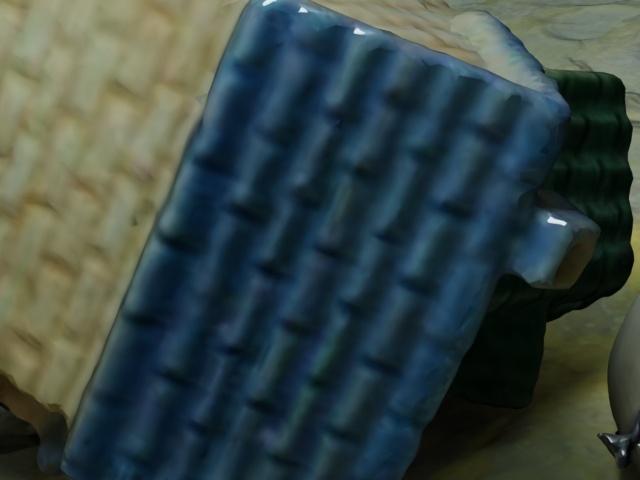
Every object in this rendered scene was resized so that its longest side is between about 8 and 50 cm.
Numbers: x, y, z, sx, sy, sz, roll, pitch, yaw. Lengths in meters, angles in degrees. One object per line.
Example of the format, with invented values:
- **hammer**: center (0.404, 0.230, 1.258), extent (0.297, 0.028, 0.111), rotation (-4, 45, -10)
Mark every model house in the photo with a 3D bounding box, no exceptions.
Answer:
- **model house**: center (0.000, 0.000, 1.216), extent (0.400, 0.395, 0.445), rotation (31, 18, 27)

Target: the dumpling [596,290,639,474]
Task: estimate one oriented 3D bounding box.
- **dumpling**: center (0.280, 0.104, 1.175), extent (0.204, 0.163, 0.293), rotation (33, 23, -4)
